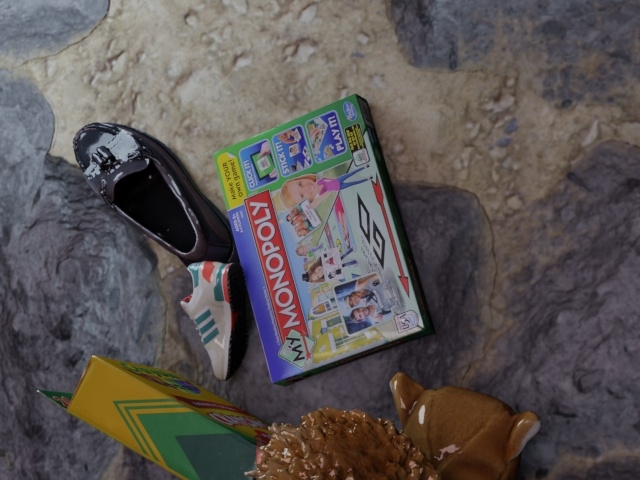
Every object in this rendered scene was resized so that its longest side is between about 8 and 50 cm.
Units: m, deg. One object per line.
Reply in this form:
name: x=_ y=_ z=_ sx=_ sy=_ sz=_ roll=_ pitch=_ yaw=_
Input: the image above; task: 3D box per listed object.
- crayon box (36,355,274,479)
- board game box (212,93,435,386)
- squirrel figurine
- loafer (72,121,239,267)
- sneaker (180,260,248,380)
crayon box: x=-0.165 y=0.228 z=1.797 sx=0.318 sy=0.202 sz=0.081 roll=25 pitch=91 yaw=24
board game box: x=0.000 y=0.000 z=1.853 sx=0.213 sy=0.046 sz=0.317 roll=-21 pitch=73 yaw=18
squirrel figurine: x=0.095 y=0.317 z=1.576 sx=0.281 sy=0.397 sz=0.370 roll=17 pitch=75 yaw=35
loafer: x=-0.227 y=-0.067 z=1.935 sx=0.302 sy=0.095 sz=0.109 roll=41 pitch=98 yaw=24
sneaker: x=-0.137 y=0.098 z=1.865 sx=0.075 sy=0.057 sz=0.161 roll=10 pitch=114 yaw=21
